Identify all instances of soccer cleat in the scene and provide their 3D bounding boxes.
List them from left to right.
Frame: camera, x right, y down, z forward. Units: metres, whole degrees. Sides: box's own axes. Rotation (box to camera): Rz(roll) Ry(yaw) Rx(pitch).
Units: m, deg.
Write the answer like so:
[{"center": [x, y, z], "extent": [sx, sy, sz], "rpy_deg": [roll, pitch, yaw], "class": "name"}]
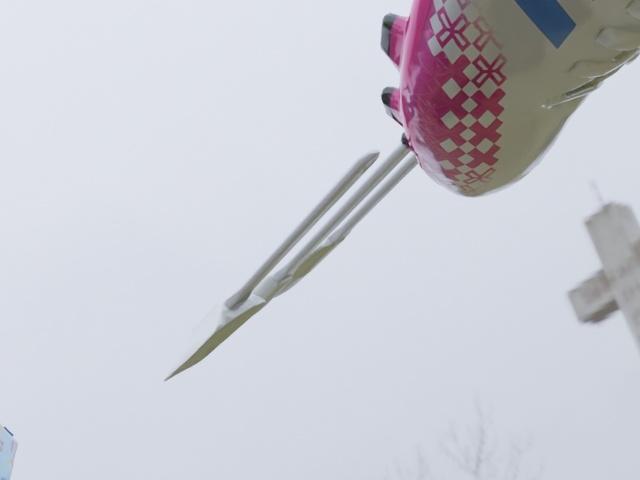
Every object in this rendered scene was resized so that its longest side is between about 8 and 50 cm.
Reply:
[{"center": [0.108, -0.112, 0.498], "extent": [0.116, 0.143, 0.331], "rpy_deg": [-52, -21, -30], "class": "soccer cleat"}]

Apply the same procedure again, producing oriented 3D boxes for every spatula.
[{"center": [0.000, 0.000, 0.856], "extent": [0.168, 0.019, 0.242], "rpy_deg": [-29, -12, -50], "class": "spatula"}]

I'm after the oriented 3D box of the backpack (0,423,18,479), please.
[{"center": [-0.355, 0.162, 1.116], "extent": [0.117, 0.173, 0.158], "rpy_deg": [-36, 11, 2], "class": "backpack"}]
